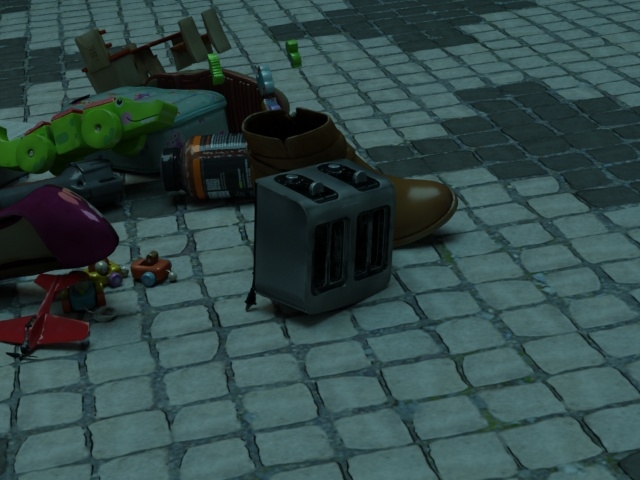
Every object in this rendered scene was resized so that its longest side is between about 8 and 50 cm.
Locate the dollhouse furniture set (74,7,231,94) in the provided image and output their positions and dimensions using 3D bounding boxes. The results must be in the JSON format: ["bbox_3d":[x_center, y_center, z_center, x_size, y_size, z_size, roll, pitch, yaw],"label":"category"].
[{"bbox_3d":[-0.361,-0.389,2.433,0.262,0.135,0.259,-13,14,40],"label":"dollhouse furniture set"}]

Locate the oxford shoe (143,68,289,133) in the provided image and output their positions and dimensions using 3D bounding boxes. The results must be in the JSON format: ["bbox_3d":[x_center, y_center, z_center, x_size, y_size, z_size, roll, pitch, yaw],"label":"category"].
[{"bbox_3d":[-0.176,-0.277,2.265,0.348,0.123,0.130,16,26,37],"label":"oxford shoe"}]

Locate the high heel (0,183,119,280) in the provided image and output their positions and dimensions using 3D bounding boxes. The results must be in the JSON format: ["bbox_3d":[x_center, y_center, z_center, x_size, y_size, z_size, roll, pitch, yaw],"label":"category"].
[{"bbox_3d":[-0.421,0.026,1.583,0.377,0.127,0.181,-3,36,48],"label":"high heel"}]

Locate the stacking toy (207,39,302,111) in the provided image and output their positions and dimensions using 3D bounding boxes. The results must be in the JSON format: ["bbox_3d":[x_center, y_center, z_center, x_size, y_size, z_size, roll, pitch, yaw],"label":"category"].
[{"bbox_3d":[-0.088,-0.246,2.093,0.167,0.221,0.052,-13,-15,-18],"label":"stacking toy"}]

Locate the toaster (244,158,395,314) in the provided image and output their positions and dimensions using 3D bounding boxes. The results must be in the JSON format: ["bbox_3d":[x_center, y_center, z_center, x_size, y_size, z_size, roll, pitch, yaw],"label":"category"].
[{"bbox_3d":[0.000,0.000,1.538,0.168,0.186,0.110,-16,27,-41],"label":"toaster"}]

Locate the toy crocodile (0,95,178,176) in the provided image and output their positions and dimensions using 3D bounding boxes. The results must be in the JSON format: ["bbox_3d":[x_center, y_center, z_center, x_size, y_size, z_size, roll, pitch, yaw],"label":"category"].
[{"bbox_3d":[-0.396,-0.178,1.981,0.340,0.105,0.115,-16,-7,22],"label":"toy crocodile"}]

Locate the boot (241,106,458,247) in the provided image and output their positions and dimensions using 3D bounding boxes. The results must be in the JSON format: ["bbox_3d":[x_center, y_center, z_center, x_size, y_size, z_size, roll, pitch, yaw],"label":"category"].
[{"bbox_3d":[0.038,-0.099,1.658,0.283,0.220,0.109,1,48,17],"label":"boot"}]

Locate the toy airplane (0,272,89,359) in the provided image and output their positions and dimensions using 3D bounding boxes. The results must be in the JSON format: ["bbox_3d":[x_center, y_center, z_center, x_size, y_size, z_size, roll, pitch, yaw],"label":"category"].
[{"bbox_3d":[-0.349,0.091,1.521,0.151,0.028,0.151,-13,41,11],"label":"toy airplane"}]

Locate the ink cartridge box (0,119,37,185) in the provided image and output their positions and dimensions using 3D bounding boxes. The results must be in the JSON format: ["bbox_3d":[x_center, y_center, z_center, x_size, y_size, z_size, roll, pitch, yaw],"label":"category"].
[{"bbox_3d":[-0.637,-0.146,2.134,0.239,0.060,0.275,8,28,31],"label":"ink cartridge box"}]

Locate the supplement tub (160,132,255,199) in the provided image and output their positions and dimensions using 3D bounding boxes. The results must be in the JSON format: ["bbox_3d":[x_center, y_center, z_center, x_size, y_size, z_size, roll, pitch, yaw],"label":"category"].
[{"bbox_3d":[-0.152,-0.119,1.910,0.198,0.106,0.106,-3,24,4],"label":"supplement tub"}]

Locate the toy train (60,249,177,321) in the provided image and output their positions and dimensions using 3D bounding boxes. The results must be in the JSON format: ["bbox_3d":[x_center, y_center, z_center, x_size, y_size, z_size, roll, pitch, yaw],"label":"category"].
[{"bbox_3d":[-0.279,0.050,1.623,0.125,0.046,0.166,6,26,26],"label":"toy train"}]

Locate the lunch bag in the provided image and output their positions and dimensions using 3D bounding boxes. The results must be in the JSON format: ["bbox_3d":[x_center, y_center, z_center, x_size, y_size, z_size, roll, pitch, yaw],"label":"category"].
[{"bbox_3d":[-0.314,-0.210,2.149,0.279,0.108,0.224,11,29,33],"label":"lunch bag"}]

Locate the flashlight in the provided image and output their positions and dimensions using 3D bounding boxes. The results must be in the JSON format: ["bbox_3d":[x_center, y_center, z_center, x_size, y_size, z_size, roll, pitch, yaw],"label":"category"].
[{"bbox_3d":[-0.472,-0.065,1.873,0.304,0.103,0.103,-18,70,-34],"label":"flashlight"}]
